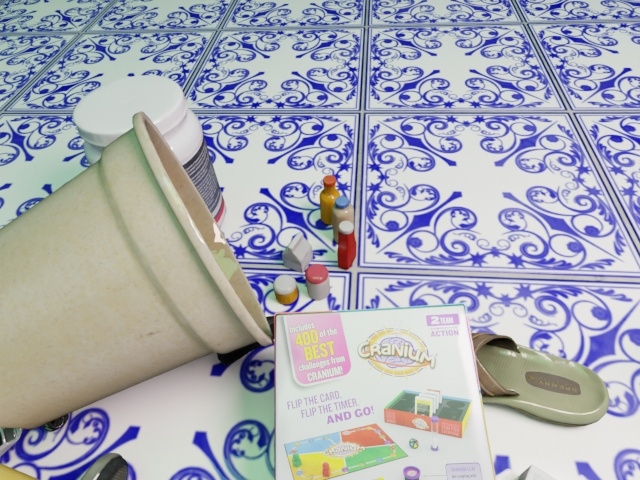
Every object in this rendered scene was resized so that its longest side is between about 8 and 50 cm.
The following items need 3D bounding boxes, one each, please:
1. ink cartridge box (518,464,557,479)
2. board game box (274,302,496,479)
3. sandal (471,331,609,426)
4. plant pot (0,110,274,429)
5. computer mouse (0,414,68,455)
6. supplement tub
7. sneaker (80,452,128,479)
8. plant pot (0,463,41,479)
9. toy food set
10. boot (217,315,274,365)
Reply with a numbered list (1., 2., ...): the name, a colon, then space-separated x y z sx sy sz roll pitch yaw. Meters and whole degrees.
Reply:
1. ink cartridge box: 0.271 0.329 0.471 0.122 0.052 0.088 27 57 26
2. board game box: 0.069 0.238 0.494 0.242 0.064 0.317 -3 67 3
3. sandal: 0.234 0.169 0.590 0.302 0.086 0.120 6 50 9
4. plant pot: -0.272 0.059 0.543 0.305 0.334 0.334 -29 52 -8
5. computer mouse: -0.451 0.261 0.585 0.193 0.042 0.106 -36 86 -21
6. supplement tub: -0.288 -0.125 0.763 0.191 0.272 0.191 -2 49 2
7. sneaker: -0.233 0.360 0.464 0.130 0.087 0.228 5 53 6
8. plant pot: -0.391 0.296 0.384 0.239 0.254 0.254 32 38 -28
9. toy food set: 0.000 0.000 0.743 0.111 0.105 0.232 20 53 20
10. boot: -0.131 0.132 0.682 0.121 0.045 0.099 -28 47 -21
